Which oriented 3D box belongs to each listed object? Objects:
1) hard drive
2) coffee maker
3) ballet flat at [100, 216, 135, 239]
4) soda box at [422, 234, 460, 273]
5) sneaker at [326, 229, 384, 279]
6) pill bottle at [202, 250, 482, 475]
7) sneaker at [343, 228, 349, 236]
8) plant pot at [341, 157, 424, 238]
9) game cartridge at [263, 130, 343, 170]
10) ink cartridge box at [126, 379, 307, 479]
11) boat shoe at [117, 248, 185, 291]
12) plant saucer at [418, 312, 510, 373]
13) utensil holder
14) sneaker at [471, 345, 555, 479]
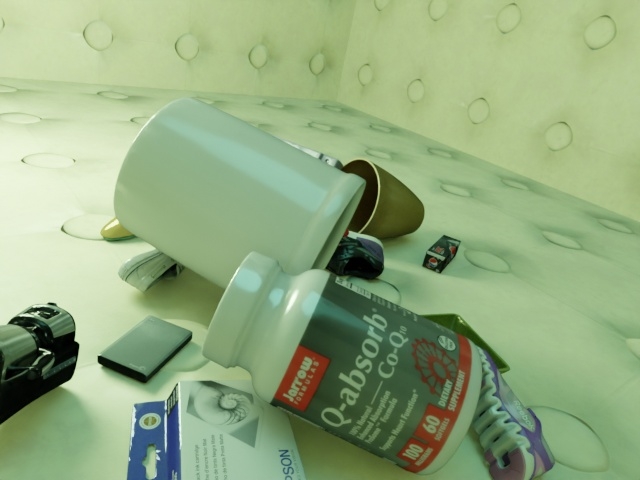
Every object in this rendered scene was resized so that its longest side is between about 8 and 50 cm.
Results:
[{"bbox_3d":[-0.297,0.183,0.833,0.094,0.022,0.135,18,25,12],"label":"hard drive"},{"bbox_3d":[-0.429,0.181,0.652,0.120,0.171,0.178,36,5,1],"label":"coffee maker"},{"bbox_3d":[-0.447,-0.062,1.229,0.080,0.073,0.232,26,28,30],"label":"ballet flat"},{"bbox_3d":[0.354,0.037,1.409,0.060,0.053,0.169,23,27,23],"label":"soda box"},{"bbox_3d":[0.028,0.025,1.232,0.283,0.107,0.124,11,31,-3],"label":"sneaker"},{"bbox_3d":[0.027,0.170,0.716,0.362,0.210,0.210,25,25,1],"label":"pill bottle"},{"bbox_3d":[0.000,0.000,1.162,0.127,0.087,0.222,5,68,10],"label":"sneaker"},{"bbox_3d":[0.185,-0.102,1.460,0.254,0.237,0.237,11,21,-36],"label":"plant pot"},{"bbox_3d":[-0.130,-0.197,1.494,0.354,0.230,0.068,25,-7,28],"label":"game cartridge"},{"bbox_3d":[-0.145,0.281,0.664,0.223,0.045,0.223,3,26,-20],"label":"ink cartridge box"},{"bbox_3d":[-0.335,0.054,1.051,0.076,0.083,0.226,44,31,4],"label":"boat shoe"},{"bbox_3d":[0.246,0.221,0.974,0.188,0.045,0.188,1,27,-22],"label":"plant saucer"},{"bbox_3d":[-0.154,-0.062,0.966,0.385,0.328,0.328,29,27,5],"label":"utensil holder"},{"bbox_3d":[0.301,0.284,0.798,0.104,0.095,0.237,11,39,-23],"label":"sneaker"}]
